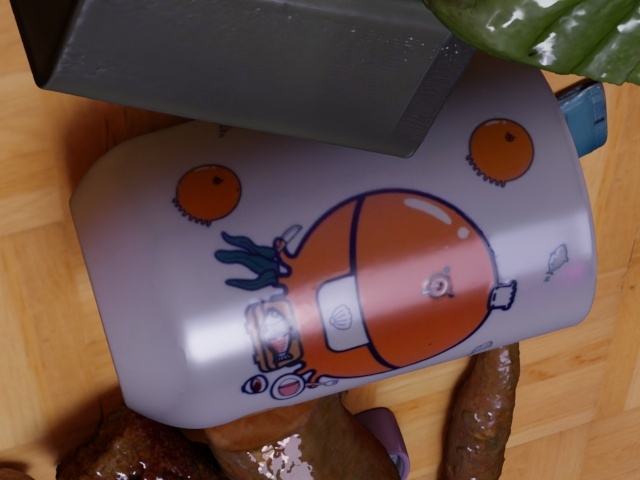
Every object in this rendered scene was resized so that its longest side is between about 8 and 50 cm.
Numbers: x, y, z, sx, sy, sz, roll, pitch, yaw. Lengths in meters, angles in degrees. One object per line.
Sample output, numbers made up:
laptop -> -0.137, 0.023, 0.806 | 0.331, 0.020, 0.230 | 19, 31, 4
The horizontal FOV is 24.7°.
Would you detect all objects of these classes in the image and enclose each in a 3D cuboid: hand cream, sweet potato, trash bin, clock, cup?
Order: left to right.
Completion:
trash bin -> -0.048, -0.149, 0.848 | 0.240, 0.164, 0.122 | 5, 132, -32
cup -> 0.000, 0.000, 1.002 | 0.317, 0.212, 0.212 | -16, 140, -8
clock -> 0.013, 0.228, 1.385 | 0.153, 0.050, 0.110 | -22, 141, -5
sweet potato -> 0.026, 0.252, 1.285 | 0.131, 0.131, 0.336 | -29, 119, 3
sweet potato -> 0.152, 0.187, 1.402 | 0.066, 0.072, 0.314 | -2, 139, -7
hand cream -> 0.129, -0.052, 1.156 | 0.224, 0.048, 0.083 | -28, 142, -8

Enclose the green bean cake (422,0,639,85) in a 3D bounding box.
green bean cake -> 0.136, -0.197, 0.827 | 0.222, 0.248, 0.125 | 3, 134, -34

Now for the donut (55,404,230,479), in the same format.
donut -> -0.138, 0.223, 1.240 | 0.186, 0.144, 0.126 | 41, 87, -23

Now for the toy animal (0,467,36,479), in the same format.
toy animal -> -0.223, 0.279, 1.222 | 0.104, 0.184, 0.185 | -43, 137, -19
